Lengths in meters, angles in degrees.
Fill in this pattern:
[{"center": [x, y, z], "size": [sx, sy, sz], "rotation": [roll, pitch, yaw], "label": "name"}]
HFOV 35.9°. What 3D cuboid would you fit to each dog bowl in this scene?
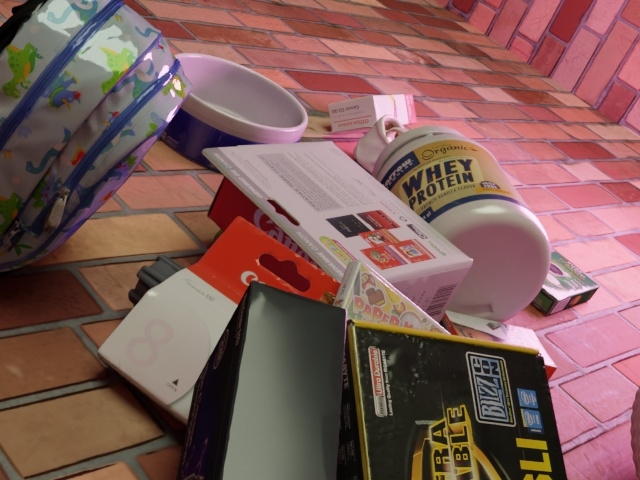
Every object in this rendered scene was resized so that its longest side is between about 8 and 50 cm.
[{"center": [-0.162, -0.219, 1.726], "size": [0.264, 0.104, 0.265], "rotation": [21, 27, -11], "label": "dog bowl"}]

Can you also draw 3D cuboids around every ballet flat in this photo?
[{"center": [0.223, -0.103, 1.841], "size": [0.400, 0.139, 0.139], "rotation": [41, 29, 27], "label": "ballet flat"}]

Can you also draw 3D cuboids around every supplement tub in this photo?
[{"center": [0.208, -0.030, 1.574], "size": [0.228, 0.228, 0.316], "rotation": [16, 27, -22], "label": "supplement tub"}]

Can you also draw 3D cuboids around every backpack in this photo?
[{"center": [-0.313, -0.125, 1.117], "size": [0.273, 0.356, 0.290], "rotation": [27, 25, -1], "label": "backpack"}]

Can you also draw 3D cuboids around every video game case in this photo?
[{"center": [0.084, 0.166, 1.100], "size": [0.227, 0.026, 0.206], "rotation": [39, 54, -27], "label": "video game case"}]

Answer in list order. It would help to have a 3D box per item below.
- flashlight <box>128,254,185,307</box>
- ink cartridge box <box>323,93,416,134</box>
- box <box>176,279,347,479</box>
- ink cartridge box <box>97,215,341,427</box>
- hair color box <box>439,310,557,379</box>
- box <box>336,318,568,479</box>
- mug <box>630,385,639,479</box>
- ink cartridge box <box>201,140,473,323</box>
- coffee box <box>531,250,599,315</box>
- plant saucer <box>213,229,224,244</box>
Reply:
[{"center": [-0.089, 0.127, 1.150], "size": [0.304, 0.103, 0.103], "rotation": [35, 29, 14], "label": "flashlight"}, {"center": [0.097, -0.259, 2.025], "size": [0.115, 0.067, 0.198], "rotation": [-7, 5, 35], "label": "ink cartridge box"}, {"center": [-0.061, 0.197, 0.865], "size": [0.103, 0.184, 0.261], "rotation": [20, 44, -15], "label": "box"}, {"center": [-0.098, 0.094, 1.088], "size": [0.189, 0.232, 0.066], "rotation": [33, -14, 18], "label": "ink cartridge box"}, {"center": [0.255, 0.163, 1.460], "size": [0.167, 0.053, 0.093], "rotation": [12, 30, -25], "label": "hair color box"}, {"center": [0.134, 0.254, 0.988], "size": [0.257, 0.079, 0.322], "rotation": [13, 57, -30], "label": "box"}, {"center": [0.568, 0.311, 1.281], "size": [0.374, 0.276, 0.328], "rotation": [53, 13, -14], "label": "mug"}, {"center": [0.000, 0.000, 1.351], "size": [0.271, 0.130, 0.309], "rotation": [-8, 42, -47], "label": "ink cartridge box"}, {"center": [0.419, 0.076, 1.791], "size": [0.113, 0.040, 0.184], "rotation": [41, 29, 26], "label": "coffee box"}, {"center": [-0.040, 0.030, 1.452], "size": [0.241, 0.037, 0.241], "rotation": [21, 26, -11], "label": "plant saucer"}]
